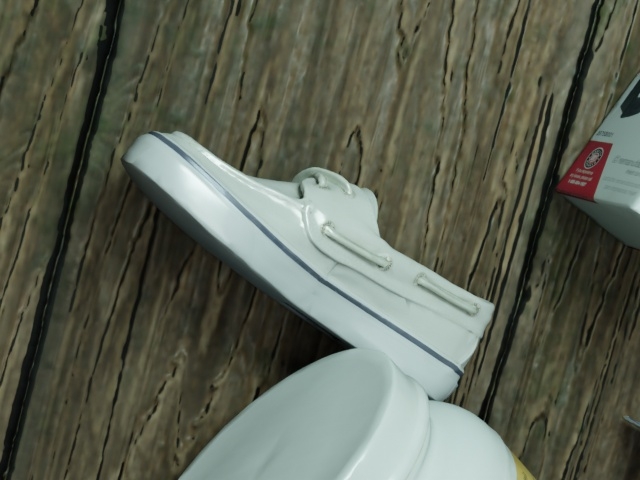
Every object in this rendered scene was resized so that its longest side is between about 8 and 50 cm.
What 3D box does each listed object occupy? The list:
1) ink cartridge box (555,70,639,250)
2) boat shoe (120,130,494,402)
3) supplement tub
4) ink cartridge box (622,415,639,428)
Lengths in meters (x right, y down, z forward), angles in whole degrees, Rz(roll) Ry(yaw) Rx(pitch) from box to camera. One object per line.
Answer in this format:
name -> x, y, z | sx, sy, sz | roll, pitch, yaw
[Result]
ink cartridge box -> 0.247, -0.077, 1.180 | 0.072, 0.127, 0.175 | 36, 86, -16
boat shoe -> 0.000, 0.000, 1.136 | 0.267, 0.096, 0.088 | 36, 83, -20
supplement tub -> 0.066, 0.242, 1.123 | 0.228, 0.228, 0.316 | -43, 108, -6
ink cartridge box -> 0.359, 0.219, 1.242 | 0.333, 0.165, 0.065 | 24, 93, -18
